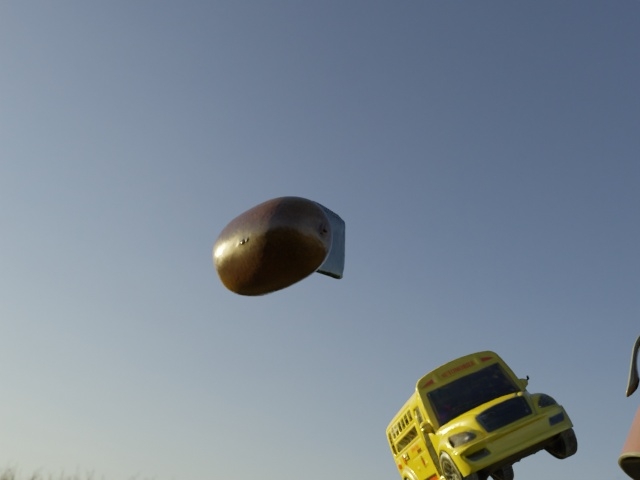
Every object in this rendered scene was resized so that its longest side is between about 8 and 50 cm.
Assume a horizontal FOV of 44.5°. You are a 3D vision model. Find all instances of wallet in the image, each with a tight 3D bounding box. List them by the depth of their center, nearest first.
[{"bbox_3d":[0.000,0.000,1.011,0.026,0.089,0.129,1,-9,23],"label":"wallet"}]

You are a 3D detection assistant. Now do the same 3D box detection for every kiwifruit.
[{"bbox_3d":[-0.042,0.006,0.654,0.124,0.075,0.075,-19,-36,41],"label":"kiwifruit"}]

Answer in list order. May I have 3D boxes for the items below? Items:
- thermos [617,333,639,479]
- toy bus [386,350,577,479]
[{"bbox_3d":[0.529,0.225,1.131,0.176,0.265,0.146,17,-27,24],"label":"thermos"},{"bbox_3d":[0.178,0.238,0.962,0.144,0.152,0.330,-20,-21,-13],"label":"toy bus"}]
